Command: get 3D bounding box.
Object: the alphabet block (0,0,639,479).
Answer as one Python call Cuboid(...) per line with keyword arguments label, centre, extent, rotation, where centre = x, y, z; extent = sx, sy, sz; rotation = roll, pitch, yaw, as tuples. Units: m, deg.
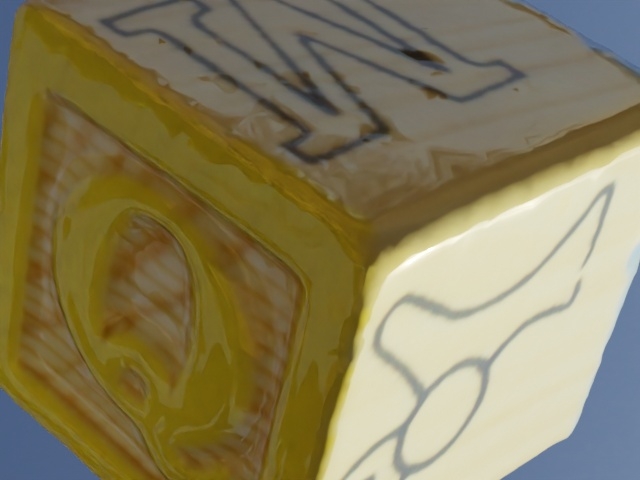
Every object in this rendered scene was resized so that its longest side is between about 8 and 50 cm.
Cuboid(label="alphabet block", centre=(0.000, 0.000, 0.683), extent=(0.193, 0.192, 0.197), rotation=(35, -141, 30))
